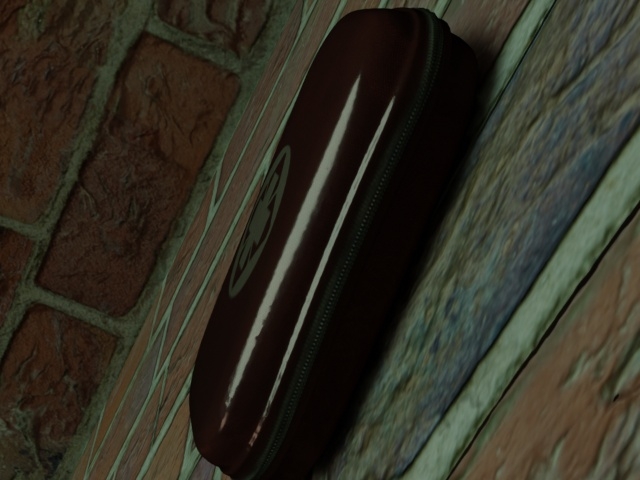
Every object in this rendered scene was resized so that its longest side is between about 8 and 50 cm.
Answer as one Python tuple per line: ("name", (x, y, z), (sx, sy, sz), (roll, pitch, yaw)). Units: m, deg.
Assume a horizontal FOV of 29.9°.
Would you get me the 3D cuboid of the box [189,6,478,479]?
("box", (0.000, 0.000, 0.976), (0.263, 0.108, 0.404), (-133, 65, -78))
